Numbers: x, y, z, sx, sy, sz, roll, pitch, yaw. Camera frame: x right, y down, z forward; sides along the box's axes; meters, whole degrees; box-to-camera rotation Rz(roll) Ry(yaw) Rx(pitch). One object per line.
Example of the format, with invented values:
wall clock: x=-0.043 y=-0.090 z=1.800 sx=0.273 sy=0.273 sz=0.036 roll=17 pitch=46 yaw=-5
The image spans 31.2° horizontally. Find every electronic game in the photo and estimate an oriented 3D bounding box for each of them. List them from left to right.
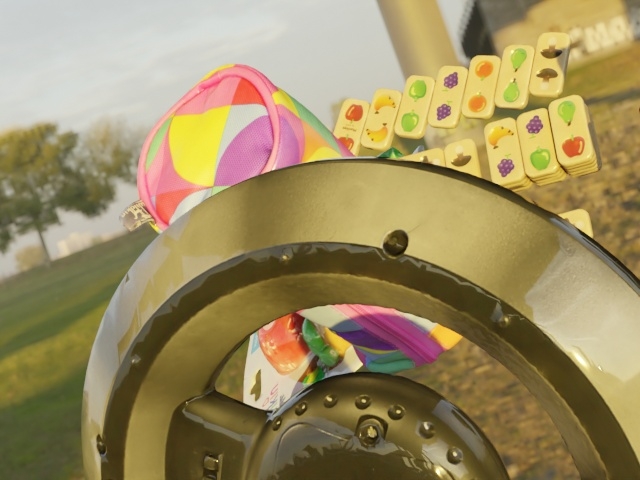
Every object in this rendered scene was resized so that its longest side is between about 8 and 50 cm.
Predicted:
electronic game: x=0.019 y=0.086 z=0.370 sx=0.229 sy=0.229 sz=0.048 roll=-18 pitch=4 yaw=29

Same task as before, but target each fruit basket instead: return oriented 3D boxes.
fruit basket: x=0.009 y=0.069 z=1.325 sx=0.353 sy=0.165 sz=0.327 roll=-41 pitch=20 yaw=20

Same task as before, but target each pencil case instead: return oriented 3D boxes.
pencil case: x=0.000 y=0.000 z=0.630 sx=0.104 sy=0.104 sz=0.236 roll=-18 pitch=-31 yaw=28

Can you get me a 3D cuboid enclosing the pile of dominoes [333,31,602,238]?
pile of dominoes: x=0.111 y=-0.069 z=0.995 sx=0.251 sy=0.196 sz=0.040 roll=-15 pitch=-21 yaw=23
